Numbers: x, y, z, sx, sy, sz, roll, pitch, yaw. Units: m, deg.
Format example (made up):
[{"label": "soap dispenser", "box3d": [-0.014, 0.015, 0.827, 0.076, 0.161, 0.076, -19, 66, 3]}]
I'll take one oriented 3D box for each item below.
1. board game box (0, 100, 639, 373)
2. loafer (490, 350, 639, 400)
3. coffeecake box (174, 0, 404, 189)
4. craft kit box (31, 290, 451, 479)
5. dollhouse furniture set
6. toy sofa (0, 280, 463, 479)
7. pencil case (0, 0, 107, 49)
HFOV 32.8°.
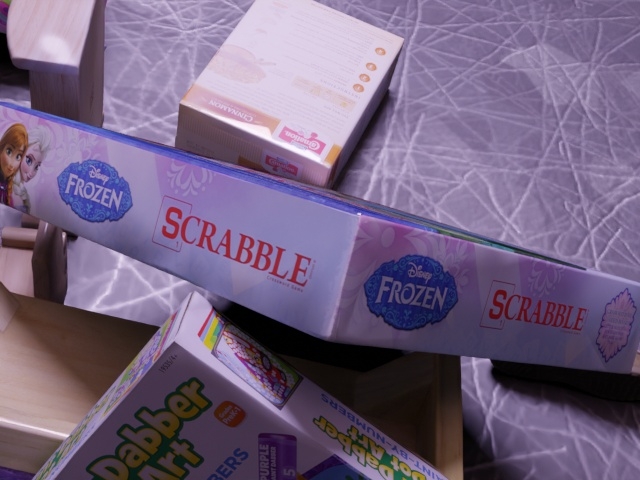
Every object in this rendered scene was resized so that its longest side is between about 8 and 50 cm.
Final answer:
[{"label": "board game box", "box3d": [0.000, 0.000, 0.700, 0.319, 0.065, 0.318, 19, 4, 40]}, {"label": "loafer", "box3d": [0.212, 0.090, 0.876, 0.148, 0.056, 0.050, 13, 58, -2]}, {"label": "coffeecake box", "box3d": [-0.026, -0.133, 0.986, 0.142, 0.068, 0.185, 24, 53, 6]}, {"label": "craft kit box", "box3d": [-0.045, 0.189, 0.586, 0.247, 0.250, 0.061, 37, 23, -9]}, {"label": "dollhouse furniture set", "box3d": [-0.329, -0.095, 0.813, 0.303, 0.198, 0.286, 7, 52, -6]}, {"label": "toy sofa", "box3d": [-0.100, 0.130, 0.680, 0.363, 0.177, 0.150, 14, 31, -2]}, {"label": "pencil case", "box3d": [-0.326, -0.241, 0.955, 0.284, 0.124, 0.124, 9, 52, -15]}]
